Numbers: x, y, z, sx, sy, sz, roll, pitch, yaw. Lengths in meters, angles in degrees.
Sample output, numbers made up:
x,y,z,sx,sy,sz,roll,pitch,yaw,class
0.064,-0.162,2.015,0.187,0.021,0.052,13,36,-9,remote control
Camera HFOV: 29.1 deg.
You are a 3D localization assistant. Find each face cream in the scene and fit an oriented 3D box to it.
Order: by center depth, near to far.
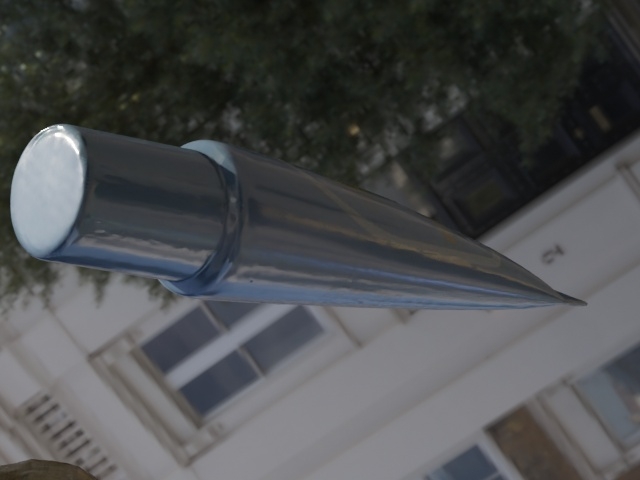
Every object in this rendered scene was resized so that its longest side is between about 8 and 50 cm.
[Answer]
x,y,z,sx,sy,sz,roll,pitch,yaw,class
0.000,0.000,0.736,0.385,0.086,0.135,10,-171,-44,face cream

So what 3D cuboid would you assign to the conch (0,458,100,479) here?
x,y,z,sx,sy,sz,roll,pitch,yaw,class
-0.284,0.292,0.987,0.324,0.263,0.186,16,155,22,conch
